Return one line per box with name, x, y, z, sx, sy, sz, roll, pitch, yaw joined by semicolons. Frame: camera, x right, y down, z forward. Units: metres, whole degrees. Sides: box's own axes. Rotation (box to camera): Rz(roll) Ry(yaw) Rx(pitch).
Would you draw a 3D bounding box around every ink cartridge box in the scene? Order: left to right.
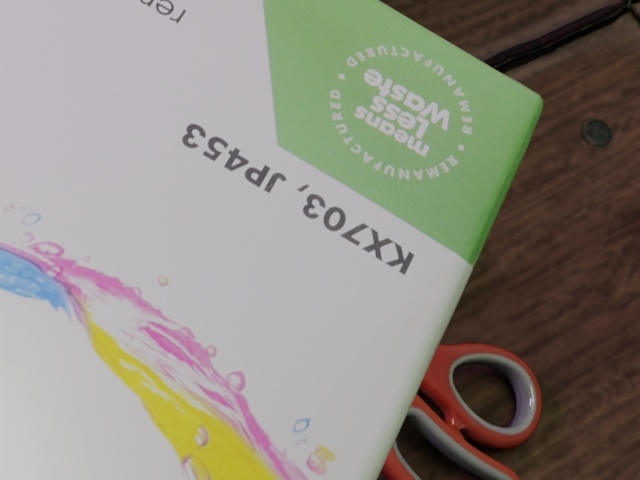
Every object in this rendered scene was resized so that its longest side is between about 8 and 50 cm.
ink cartridge box;-0.099;0.063;0.436;0.207;0.119;0.353;29;61;-4

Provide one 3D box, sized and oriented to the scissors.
scissors;0.005;0.043;0.792;0.297;0.021;0.109;38;61;-18
